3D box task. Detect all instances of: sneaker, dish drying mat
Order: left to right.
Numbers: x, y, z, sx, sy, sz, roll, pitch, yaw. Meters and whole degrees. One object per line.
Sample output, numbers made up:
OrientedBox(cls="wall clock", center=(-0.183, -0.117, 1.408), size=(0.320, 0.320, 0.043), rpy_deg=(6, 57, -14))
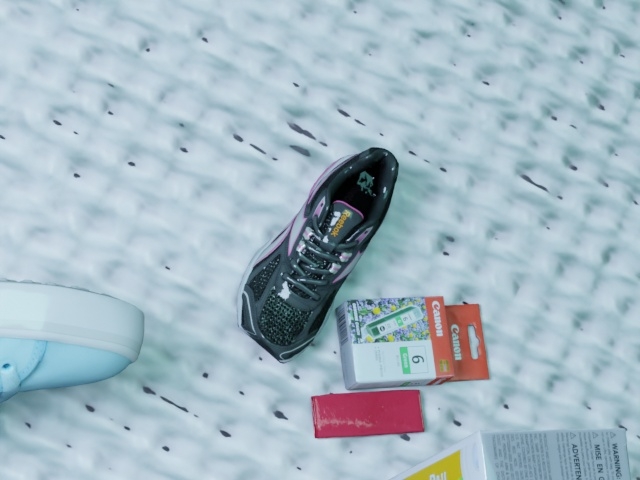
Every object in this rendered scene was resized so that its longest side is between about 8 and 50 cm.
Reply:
OrientedBox(cls="sneaker", center=(-0.292, 0.107, 1.121), size=(0.366, 0.135, 0.150), rpy_deg=(-3, 82, -10))
OrientedBox(cls="sneaker", center=(0.000, 0.000, 1.267), size=(0.072, 0.077, 0.178), rpy_deg=(29, 68, -6))
OrientedBox(cls="dish drying mat", center=(0.034, 0.125, 1.276), size=(0.083, 0.008, 0.032), rpy_deg=(-1, 75, -19))

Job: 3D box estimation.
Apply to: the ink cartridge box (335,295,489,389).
OrientedBox(cls="ink cartridge box", center=(0.072, 0.074, 1.292), size=(0.115, 0.029, 0.063), rpy_deg=(-2, 74, -18))

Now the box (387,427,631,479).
OrientedBox(cls="box", center=(0.119, 0.199, 1.174), size=(0.103, 0.203, 0.114), rpy_deg=(1, 71, -18))
